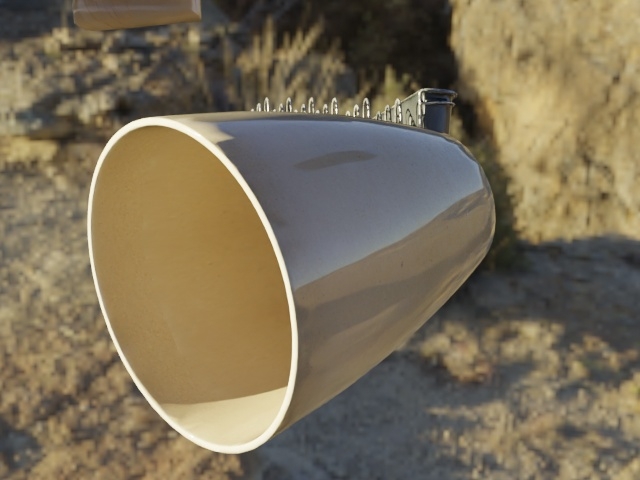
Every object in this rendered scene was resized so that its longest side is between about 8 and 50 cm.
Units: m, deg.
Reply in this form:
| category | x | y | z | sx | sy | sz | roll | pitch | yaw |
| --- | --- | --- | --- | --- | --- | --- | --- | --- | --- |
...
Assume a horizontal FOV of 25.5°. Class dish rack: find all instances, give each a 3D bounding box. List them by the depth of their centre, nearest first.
| category | x | y | z | sx | sy | sz | roll | pitch | yaw |
| --- | --- | --- | --- | --- | --- | --- | --- | --- | --- |
| dish rack | -0.016 | -0.101 | 1.423 | 0.272 | 0.074 | 0.208 | -1 | -5 | -13 |

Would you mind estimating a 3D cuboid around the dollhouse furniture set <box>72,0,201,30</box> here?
| category | x | y | z | sx | sy | sz | roll | pitch | yaw |
| --- | --- | --- | --- | --- | --- | --- | --- | --- | --- |
| dollhouse furniture set | -0.079 | -0.293 | 0.631 | 0.394 | 0.256 | 0.362 | -4 | -20 | -5 |

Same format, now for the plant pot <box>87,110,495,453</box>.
| category | x | y | z | sx | sy | sz | roll | pitch | yaw |
| --- | --- | --- | --- | --- | --- | --- | --- | --- | --- |
| plant pot | 0.000 | 0.000 | 1.123 | 0.274 | 0.256 | 0.256 | -19 | 28 | -38 |
